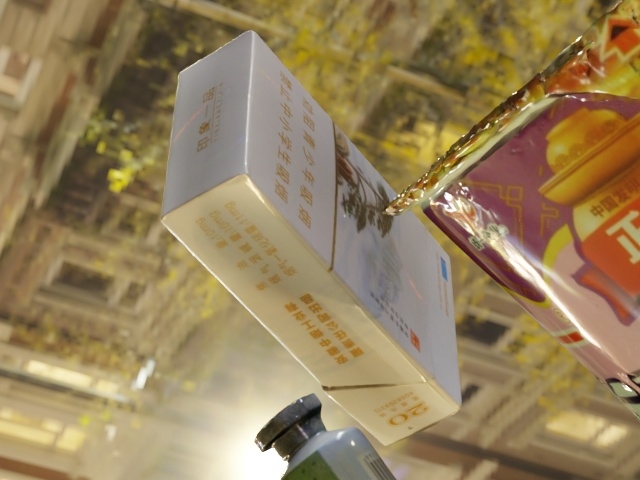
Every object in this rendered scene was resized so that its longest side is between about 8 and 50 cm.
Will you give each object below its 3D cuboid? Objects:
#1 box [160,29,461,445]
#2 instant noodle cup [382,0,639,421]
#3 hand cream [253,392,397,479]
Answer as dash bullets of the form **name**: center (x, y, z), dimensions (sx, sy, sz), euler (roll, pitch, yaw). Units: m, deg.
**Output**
- **box**: center (0.001, 0.000, 0.936), dimensions (0.067, 0.233, 0.149), euler (-26, -144, 24)
- **instant noodle cup**: center (0.230, -0.013, 0.594), dimensions (0.340, 0.266, 0.340), euler (-37, 178, -2)
- **hand cream**: center (0.060, 0.186, 0.752), dimensions (0.055, 0.256, 0.088), euler (-39, 167, -7)
